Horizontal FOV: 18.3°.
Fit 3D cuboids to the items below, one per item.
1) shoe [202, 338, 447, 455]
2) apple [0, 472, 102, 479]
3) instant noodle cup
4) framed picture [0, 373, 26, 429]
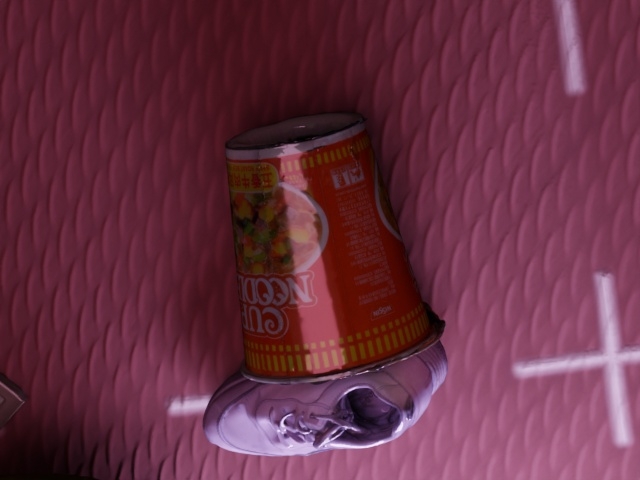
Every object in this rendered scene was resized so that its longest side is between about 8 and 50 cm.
[{"bbox_3d":[-0.003,0.160,1.865,0.245,0.137,0.095,-18,103,16],"label":"shoe"},{"bbox_3d":[-0.254,0.384,1.891,0.357,0.357,0.357,4,112,9],"label":"apple"},{"bbox_3d":[0.000,0.000,1.791,0.193,0.193,0.212,-9,102,13],"label":"instant noodle cup"},{"bbox_3d":[-0.463,0.189,2.024,0.213,0.016,0.289,40,112,-6],"label":"framed picture"}]
